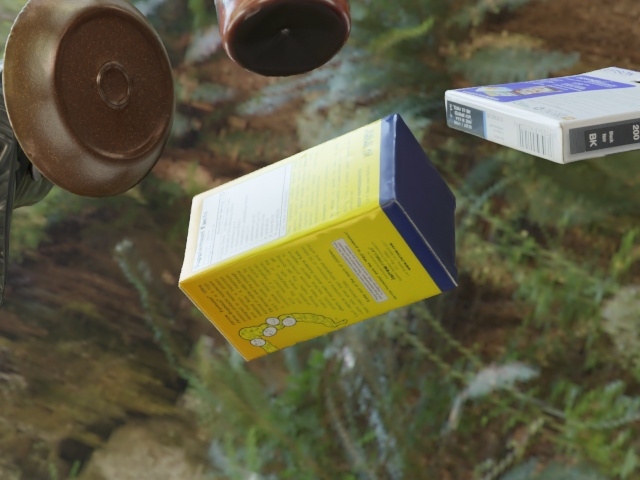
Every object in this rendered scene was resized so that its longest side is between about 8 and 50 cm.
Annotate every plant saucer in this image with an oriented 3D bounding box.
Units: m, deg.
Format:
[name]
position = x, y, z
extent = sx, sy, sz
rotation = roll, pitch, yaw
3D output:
[plant saucer]
position = -0.195, -0.138, 1.270
extent = 0.198, 0.036, 0.199
rotation = 7, -99, -49

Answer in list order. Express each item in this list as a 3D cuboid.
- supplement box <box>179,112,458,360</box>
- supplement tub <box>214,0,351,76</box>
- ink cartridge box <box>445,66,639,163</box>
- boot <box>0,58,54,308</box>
[supplement box]
position = 0.000, 0.000, 2.051
extent = 0.195, 0.356, 0.194
rotation = 52, -152, -35
[supplement tub]
position = -0.040, -0.237, 1.142
extent = 0.106, 0.106, 0.198
rotation = 61, -165, -57
[ink cartridge box]
position = 0.260, -0.125, 1.361
extent = 0.208, 0.206, 0.045
rotation = -11, -72, -23
[boot]
position = -0.419, -0.043, 1.743
extent = 0.445, 0.146, 0.367
rotation = -113, 41, -78
